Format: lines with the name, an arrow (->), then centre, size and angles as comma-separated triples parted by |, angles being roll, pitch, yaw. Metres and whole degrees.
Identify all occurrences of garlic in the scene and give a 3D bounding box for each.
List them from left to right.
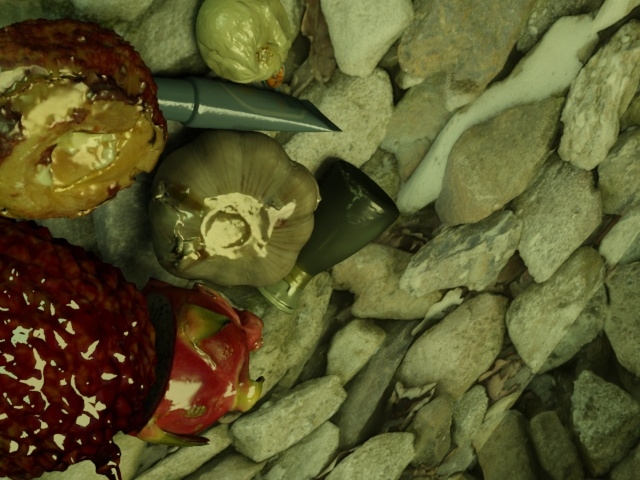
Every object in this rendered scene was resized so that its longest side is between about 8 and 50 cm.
garlic -> -0.159, -0.057, 1.849 | 0.321, 0.241, 0.322 | -14, 140, -12

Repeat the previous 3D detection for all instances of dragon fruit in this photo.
dragon fruit -> -0.224, 0.226, 1.833 | 0.225, 0.305, 0.305 | 16, 113, -31

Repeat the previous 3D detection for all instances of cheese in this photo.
cheese -> -0.084, -0.290, 1.888 | 0.047, 0.017, 0.111 | -26, 147, -13

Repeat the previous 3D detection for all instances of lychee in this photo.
lychee -> -0.457, 0.194, 1.635 | 0.424, 0.424, 0.500 | -36, 112, -13

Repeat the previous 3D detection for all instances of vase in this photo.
vase -> 0.000, 0.000, 2.137 | 0.321, 0.173, 0.173 | -47, 144, 13

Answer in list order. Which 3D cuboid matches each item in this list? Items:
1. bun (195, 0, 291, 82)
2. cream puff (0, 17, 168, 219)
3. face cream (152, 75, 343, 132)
bun -> -0.123, -0.343, 1.721 | 0.164, 0.111, 0.188 | -37, 140, -16
cream puff -> -0.403, -0.189, 1.496 | 0.350, 0.229, 0.350 | -26, 153, -14
face cream -> -0.147, -0.236, 1.793 | 0.385, 0.135, 0.086 | 1, 121, -36
